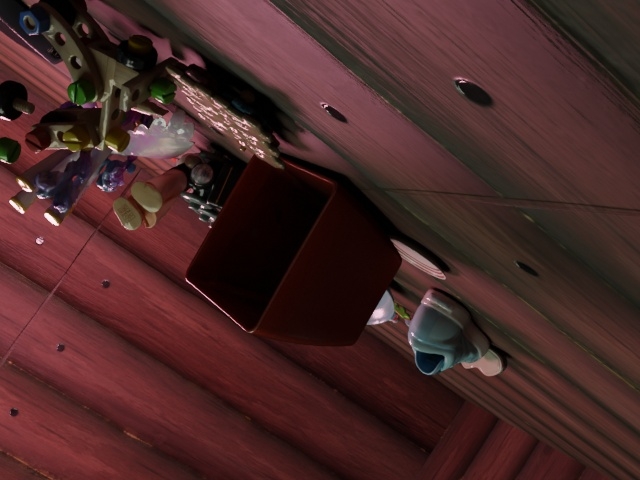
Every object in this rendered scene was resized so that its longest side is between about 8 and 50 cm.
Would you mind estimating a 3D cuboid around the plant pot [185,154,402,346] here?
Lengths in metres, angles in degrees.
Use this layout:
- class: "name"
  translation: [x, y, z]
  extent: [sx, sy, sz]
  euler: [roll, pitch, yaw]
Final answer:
- class: "plant pot"
  translation: [-0.026, 0.035, 1.456]
  extent: [0.236, 0.267, 0.267]
  euler: [30, 180, -37]

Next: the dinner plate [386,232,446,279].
- class: "dinner plate"
  translation: [0.160, 0.022, 1.473]
  extent: [0.141, 0.017, 0.141]
  euler: [35, 173, 5]

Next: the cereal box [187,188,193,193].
- class: "cereal box"
  translation: [-0.258, -0.061, 2.358]
  extent: [0.173, 0.047, 0.240]
  euler: [34, 179, -44]

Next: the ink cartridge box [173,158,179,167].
- class: "ink cartridge box"
  translation: [-0.369, -0.180, 2.490]
  extent: [0.145, 0.045, 0.179]
  euler: [38, 170, -24]

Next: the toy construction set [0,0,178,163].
- class: "toy construction set"
  translation: [-0.317, -0.225, 1.328]
  extent: [0.237, 0.257, 0.309]
  euler: [20, -169, 12]

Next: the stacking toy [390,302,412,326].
- class: "stacking toy"
  translation: [0.175, 0.193, 2.461]
  extent: [0.221, 0.052, 0.167]
  euler: [30, 173, 26]

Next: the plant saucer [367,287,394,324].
- class: "plant saucer"
  translation: [0.041, 0.100, 2.095]
  extent: [0.318, 0.043, 0.317]
  euler: [21, 151, 12]

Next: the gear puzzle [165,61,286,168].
- class: "gear puzzle"
  translation: [-0.120, -0.181, 1.307]
  extent: [0.175, 0.044, 0.339]
  euler: [34, 175, 8]

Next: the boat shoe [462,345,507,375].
- class: "boat shoe"
  translation: [0.399, 0.276, 2.026]
  extent: [0.065, 0.075, 0.206]
  euler: [-8, 178, -16]

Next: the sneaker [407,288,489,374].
- class: "sneaker"
  translation: [0.258, 0.222, 1.842]
  extent: [0.135, 0.150, 0.366]
  euler: [32, 173, 32]

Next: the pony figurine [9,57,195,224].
- class: "pony figurine"
  translation: [-0.460, -0.204, 1.748]
  extent: [0.303, 0.363, 0.351]
  euler: [43, 156, -10]

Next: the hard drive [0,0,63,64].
- class: "hard drive"
  translation: [-0.643, -0.462, 1.762]
  extent: [0.172, 0.054, 0.254]
  euler: [31, 173, 25]

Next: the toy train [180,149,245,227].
- class: "toy train"
  translation: [-0.184, -0.086, 1.904]
  extent: [0.190, 0.142, 0.334]
  euler: [23, 171, 13]

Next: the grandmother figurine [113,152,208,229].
- class: "grandmother figurine"
  translation: [-0.334, -0.120, 1.921]
  extent: [0.104, 0.208, 0.342]
  euler: [60, -154, -8]
